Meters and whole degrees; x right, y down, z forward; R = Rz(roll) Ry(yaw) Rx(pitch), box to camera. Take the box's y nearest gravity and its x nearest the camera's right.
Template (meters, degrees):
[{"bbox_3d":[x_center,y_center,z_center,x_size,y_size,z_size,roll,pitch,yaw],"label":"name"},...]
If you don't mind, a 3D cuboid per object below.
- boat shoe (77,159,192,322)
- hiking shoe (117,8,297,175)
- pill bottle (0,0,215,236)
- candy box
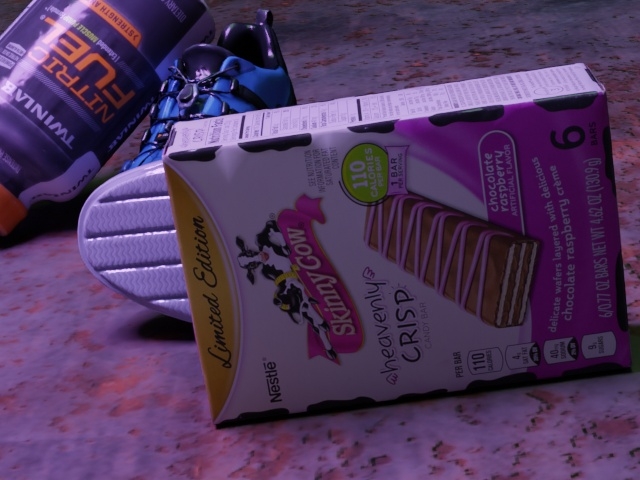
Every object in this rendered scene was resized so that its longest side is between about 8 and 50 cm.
[{"bbox_3d":[0.000,0.000,0.956,0.302,0.109,0.094,2,5,5],"label":"boat shoe"},{"bbox_3d":[-0.102,-0.079,1.138,0.113,0.132,0.304,-2,21,18],"label":"hiking shoe"},{"bbox_3d":[-0.206,-0.120,1.198,0.245,0.130,0.130,-51,34,-13],"label":"pill bottle"},{"bbox_3d":[0.043,0.002,0.814,0.233,0.159,0.071,-9,19,3],"label":"candy box"}]
